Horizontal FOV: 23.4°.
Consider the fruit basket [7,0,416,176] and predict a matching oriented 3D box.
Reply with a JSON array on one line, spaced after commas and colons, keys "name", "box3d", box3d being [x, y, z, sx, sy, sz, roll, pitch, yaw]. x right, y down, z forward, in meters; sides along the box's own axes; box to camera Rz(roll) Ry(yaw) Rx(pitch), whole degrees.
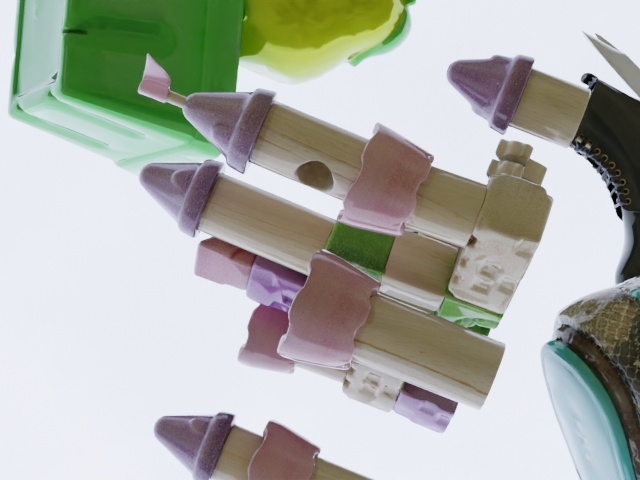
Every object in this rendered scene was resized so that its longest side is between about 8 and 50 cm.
[{"name": "fruit basket", "box3d": [-0.107, -0.252, 1.591, 0.392, 0.283, 0.392, 2, -94, -30]}]

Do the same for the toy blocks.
[{"name": "toy blocks", "box3d": [0.000, 0.000, 1.037, 0.260, 0.288, 0.309, 21, -125, 4]}]

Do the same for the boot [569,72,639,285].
[{"name": "boot", "box3d": [0.280, -0.051, 1.478, 0.137, 0.077, 0.197, 25, -112, -7]}]

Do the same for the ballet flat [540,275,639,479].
[{"name": "ballet flat", "box3d": [0.278, 0.221, 1.190, 0.182, 0.482, 0.164, -23, -143, -17]}]

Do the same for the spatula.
[{"name": "spatula", "box3d": [0.311, -0.089, 1.309, 0.019, 0.168, 0.242, -43, -96, 11]}]
